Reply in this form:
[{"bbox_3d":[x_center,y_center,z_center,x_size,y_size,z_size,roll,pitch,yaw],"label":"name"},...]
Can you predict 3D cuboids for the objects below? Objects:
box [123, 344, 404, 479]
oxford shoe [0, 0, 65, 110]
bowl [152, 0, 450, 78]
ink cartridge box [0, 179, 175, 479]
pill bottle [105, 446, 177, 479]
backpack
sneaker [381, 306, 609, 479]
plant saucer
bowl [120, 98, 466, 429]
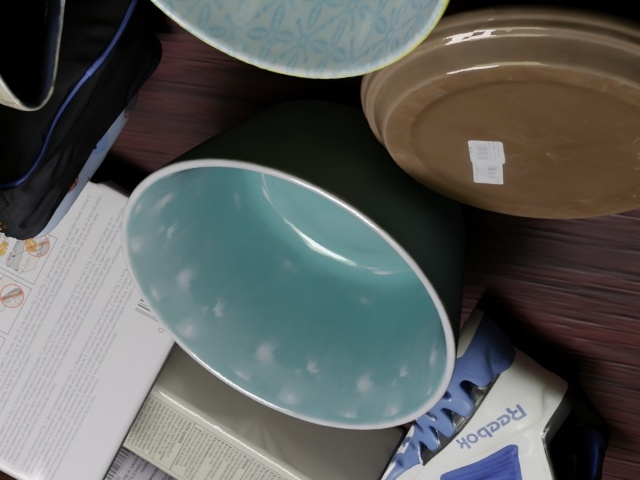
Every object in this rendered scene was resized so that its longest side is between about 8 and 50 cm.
[{"bbox_3d":[-0.086,0.192,1.718,0.311,0.121,0.148,32,142,0],"label":"box"},{"bbox_3d":[-0.218,-0.273,1.142,0.146,0.140,0.397,36,138,29],"label":"oxford shoe"},{"bbox_3d":[-0.009,-0.271,1.131,0.290,0.156,0.289,19,140,17],"label":"bowl"},{"bbox_3d":[-0.274,0.073,1.599,0.261,0.296,0.066,28,-176,0],"label":"ink cartridge box"},{"bbox_3d":[-0.179,0.329,1.900,0.283,0.160,0.160,34,142,-1],"label":"pill bottle"},{"bbox_3d":[-0.296,-0.146,1.409,0.263,0.276,0.213,26,155,14],"label":"backpack"},{"bbox_3d":[0.167,0.215,1.564,0.182,0.127,0.315,29,141,8],"label":"sneaker"},{"bbox_3d":[0.166,-0.084,1.223,0.278,0.041,0.278,7,156,3],"label":"plant saucer"},{"bbox_3d":[0.000,0.000,1.415,0.312,0.163,0.311,18,140,16],"label":"bowl"}]
